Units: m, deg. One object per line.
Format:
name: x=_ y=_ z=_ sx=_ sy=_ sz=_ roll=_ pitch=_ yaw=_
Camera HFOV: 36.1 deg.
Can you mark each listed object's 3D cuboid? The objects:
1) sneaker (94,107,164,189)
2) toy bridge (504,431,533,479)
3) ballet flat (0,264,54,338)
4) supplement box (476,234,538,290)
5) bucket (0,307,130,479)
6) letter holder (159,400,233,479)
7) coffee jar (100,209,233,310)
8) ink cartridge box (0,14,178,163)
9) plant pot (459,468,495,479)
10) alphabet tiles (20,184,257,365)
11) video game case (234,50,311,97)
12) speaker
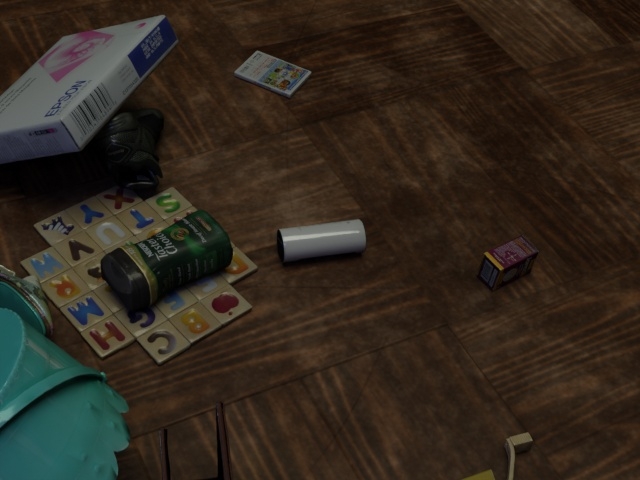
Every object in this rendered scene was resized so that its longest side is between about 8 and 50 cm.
sneaker: x=-0.306 y=-0.152 z=1.636 sx=0.087 sy=0.130 sz=0.227 roll=-14 pitch=11 yaw=7
toy bridge: x=0.281 y=0.339 z=1.278 sx=0.063 sy=0.026 sz=0.188 roll=-10 pitch=48 yaw=-13
ballet flat: x=-0.458 y=0.069 z=1.422 sx=0.222 sy=0.076 sz=0.079 roll=24 pitch=29 yaw=16
supplement box: x=0.295 y=0.036 z=1.554 sx=0.083 sy=0.055 sz=0.043 roll=-24 pitch=55 yaw=-26
bucket: x=-0.376 y=0.224 z=1.119 sx=0.281 sy=0.183 sz=0.281 roll=-23 pitch=36 yaw=18
letter holder: x=-0.163 y=0.352 z=1.078 sx=0.152 sy=0.214 sz=0.301 roll=-3 pitch=47 yaw=-10
coffee jar: x=-0.229 y=0.030 z=1.461 sx=0.184 sy=0.079 sz=0.096 roll=-28 pitch=55 yaw=-29
ink cartridge box: x=-0.443 y=-0.244 z=1.617 sx=0.330 sy=0.071 sz=0.324 roll=-4 pitch=38 yaw=30
plant pot: x=0.184 y=0.347 z=1.226 sx=0.083 sy=0.081 sz=0.081 roll=-12 pitch=48 yaw=-2
alphabet tiles: x=-0.276 y=0.039 z=1.509 sx=0.285 sy=0.011 sz=0.342 roll=-30 pitch=56 yaw=-31
video game case: x=-0.091 y=-0.318 z=1.877 sx=0.122 sy=0.011 sz=0.087 roll=24 pitch=47 yaw=16
speaker: x=0.000 y=0.000 z=1.551 sx=0.136 sy=0.055 sz=0.055 roll=-7 pitch=48 yaw=-14
